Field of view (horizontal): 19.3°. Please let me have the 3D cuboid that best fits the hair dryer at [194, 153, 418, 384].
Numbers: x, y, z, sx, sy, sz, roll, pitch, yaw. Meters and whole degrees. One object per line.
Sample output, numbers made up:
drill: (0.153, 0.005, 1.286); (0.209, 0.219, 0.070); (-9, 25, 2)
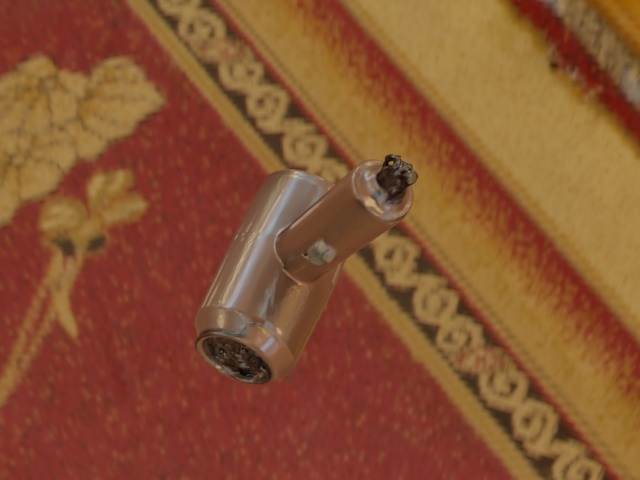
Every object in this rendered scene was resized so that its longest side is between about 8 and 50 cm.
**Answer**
hair dryer: (0.000, 0.000, 0.994); (0.064, 0.181, 0.117); (32, 59, -11)
